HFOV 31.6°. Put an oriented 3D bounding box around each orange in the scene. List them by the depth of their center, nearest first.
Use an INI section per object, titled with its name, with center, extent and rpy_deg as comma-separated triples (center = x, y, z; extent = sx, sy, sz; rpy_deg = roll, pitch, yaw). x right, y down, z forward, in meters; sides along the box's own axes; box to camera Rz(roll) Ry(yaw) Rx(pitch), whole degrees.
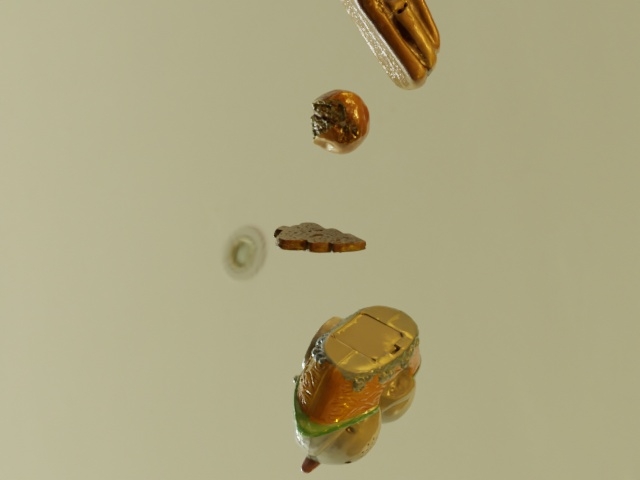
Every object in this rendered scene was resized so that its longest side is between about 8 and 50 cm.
[orange]
center = 0.028, -0.150, 1.448
extent = 0.062, 0.086, 0.086
rpy_deg = 38, -77, 54

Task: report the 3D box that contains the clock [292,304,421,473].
[clock]
center = 0.039, 0.152, 1.179
extent = 0.103, 0.231, 0.144
rpy_deg = 30, -57, 22

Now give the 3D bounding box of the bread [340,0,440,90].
[bread]
center = 0.068, -0.262, 1.250
extent = 0.077, 0.116, 0.200
rpy_deg = -34, -82, -8

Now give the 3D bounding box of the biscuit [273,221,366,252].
[biscuit]
center = 0.000, 0.000, 1.080
extent = 0.092, 0.082, 0.016
rpy_deg = 10, -75, 15
